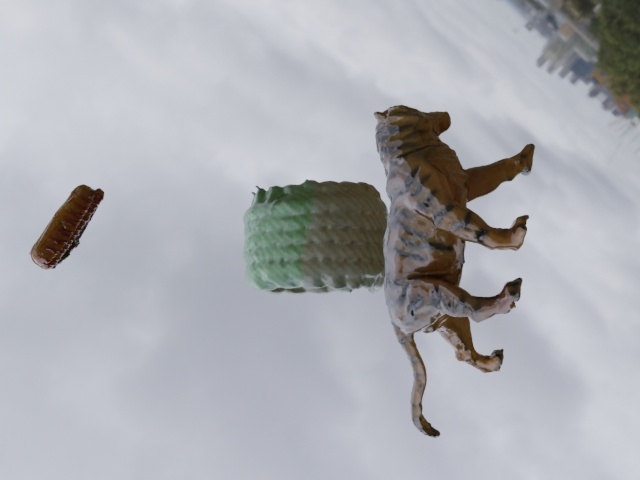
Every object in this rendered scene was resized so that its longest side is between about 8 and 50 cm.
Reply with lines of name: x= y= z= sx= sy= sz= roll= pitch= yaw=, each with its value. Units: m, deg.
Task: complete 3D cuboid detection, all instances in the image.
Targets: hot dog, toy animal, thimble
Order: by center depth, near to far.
toy animal: x=0.082 y=0.036 z=0.598 sx=0.116 sy=0.255 sz=0.114 roll=8 pitch=-165 yaw=12
thimble: x=0.000 y=0.000 z=1.175 sx=0.219 sy=0.219 sz=0.150 roll=9 pitch=-102 yaw=-57
hot dog: x=-0.367 y=-0.020 z=1.220 sx=0.038 sy=0.144 sz=0.062 roll=27 pitch=164 yaw=23
